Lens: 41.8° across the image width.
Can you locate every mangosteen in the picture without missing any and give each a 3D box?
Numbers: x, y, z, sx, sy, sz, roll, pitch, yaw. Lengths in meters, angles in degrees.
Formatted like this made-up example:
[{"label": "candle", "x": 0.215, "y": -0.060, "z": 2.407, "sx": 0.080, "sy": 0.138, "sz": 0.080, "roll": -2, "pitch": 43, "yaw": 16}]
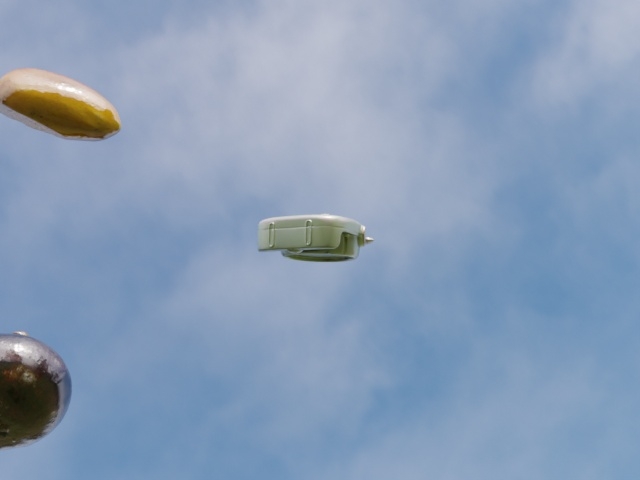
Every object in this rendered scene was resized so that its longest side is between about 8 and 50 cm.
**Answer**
[{"label": "mangosteen", "x": -0.585, "y": 0.266, "z": 1.598, "sx": 0.236, "sy": 0.261, "sz": 0.235, "roll": 0, "pitch": -55, "yaw": -1}]

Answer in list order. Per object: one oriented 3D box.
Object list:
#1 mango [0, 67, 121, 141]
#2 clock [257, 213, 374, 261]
[{"label": "mango", "x": -0.435, "y": -0.226, "z": 1.400, "sx": 0.217, "sy": 0.141, "sz": 0.102, "roll": 20, "pitch": -92, "yaw": 4}, {"label": "clock", "x": 0.000, "y": 0.000, "z": 1.391, "sx": 0.191, "sy": 0.152, "sz": 0.062, "roll": 14, "pitch": -105, "yaw": -58}]
